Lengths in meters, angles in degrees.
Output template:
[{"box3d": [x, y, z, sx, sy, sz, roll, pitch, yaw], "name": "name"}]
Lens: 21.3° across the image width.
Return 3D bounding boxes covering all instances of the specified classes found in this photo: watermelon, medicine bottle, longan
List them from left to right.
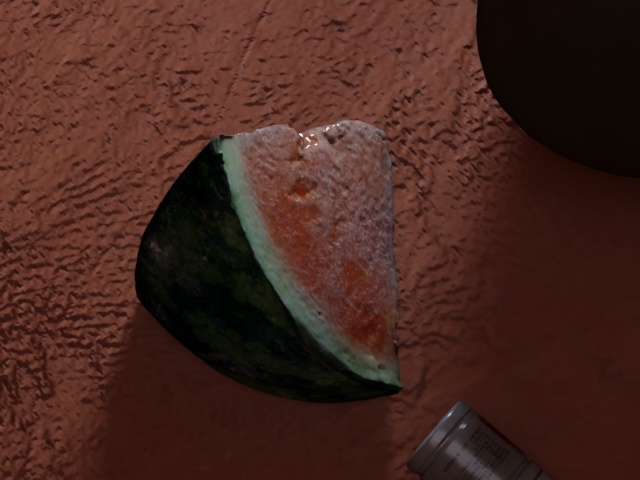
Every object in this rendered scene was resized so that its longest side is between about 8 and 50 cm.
[{"box3d": [-0.006, 0.012, 1.127, 0.207, 0.136, 0.202, 36, 89, -6], "name": "watermelon"}, {"box3d": [0.108, 0.156, 1.121, 0.091, 0.058, 0.058, 40, 84, 9], "name": "medicine bottle"}, {"box3d": [0.230, -0.160, 1.086, 0.258, 0.258, 0.258, -1, 80, 3], "name": "longan"}]
